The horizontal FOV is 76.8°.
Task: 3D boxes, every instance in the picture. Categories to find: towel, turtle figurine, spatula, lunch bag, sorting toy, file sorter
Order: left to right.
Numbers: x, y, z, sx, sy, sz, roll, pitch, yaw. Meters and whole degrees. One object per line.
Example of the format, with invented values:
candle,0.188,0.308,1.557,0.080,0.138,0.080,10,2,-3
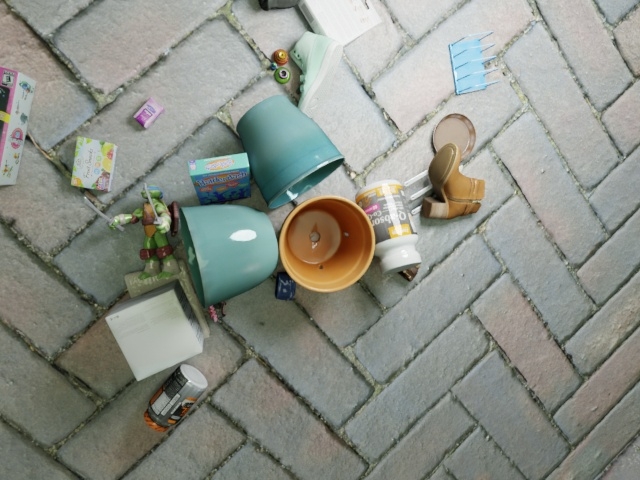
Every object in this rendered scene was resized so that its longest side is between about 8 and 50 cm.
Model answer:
turtle figurine,-0.505,-0.018,1.128,0.198,0.275,0.266,-10,98,-3
towel,-0.478,0.212,1.278,0.187,0.049,0.282,-17,100,-12
sorting toy,-0.123,-0.544,1.255,0.061,0.042,0.102,-10,100,-12
lunch bag,-0.114,0.156,1.343,0.065,0.067,0.098,5,98,-13
spatula,0.405,-0.205,1.423,0.242,0.019,0.168,-29,124,-6
file sorter,0.526,-0.602,1.367,0.118,0.104,0.170,-15,101,-11

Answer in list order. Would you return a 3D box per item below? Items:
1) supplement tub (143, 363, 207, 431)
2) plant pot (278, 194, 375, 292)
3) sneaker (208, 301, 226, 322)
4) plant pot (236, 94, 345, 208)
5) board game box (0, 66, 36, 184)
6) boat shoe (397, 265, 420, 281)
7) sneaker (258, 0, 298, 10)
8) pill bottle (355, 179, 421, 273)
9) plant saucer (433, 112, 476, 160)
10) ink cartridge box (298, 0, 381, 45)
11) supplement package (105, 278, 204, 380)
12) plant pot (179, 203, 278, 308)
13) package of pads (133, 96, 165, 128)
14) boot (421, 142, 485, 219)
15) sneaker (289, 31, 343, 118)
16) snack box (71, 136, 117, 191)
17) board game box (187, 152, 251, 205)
supplement tub,-0.462,0.501,1.286,0.117,0.117,0.190,40,88,-15
plant pot,0.000,0.000,1.278,0.291,0.203,0.291,-2,98,-14
sneaker,-0.338,0.203,1.316,0.057,0.047,0.119,-16,104,-30
plant pot,-0.106,-0.273,1.196,0.271,0.271,0.255,-32,90,-7
board game box,-0.927,-0.321,1.072,0.224,0.097,0.303,13,96,-14
boat shoe,0.257,0.076,1.416,0.207,0.073,0.073,31,88,-15
sneaker,-0.127,-0.832,1.194,0.130,0.109,0.286,-9,107,-22
pill bottle,0.221,-0.042,1.301,0.162,0.162,0.278,-12,76,-11
plant saucer,0.469,-0.362,1.427,0.168,0.029,0.168,-2,98,-14
ink cartridge box,0.065,-0.719,1.282,0.224,0.056,0.181,-41,105,-24
supplement package,-0.472,0.254,1.181,0.194,0.149,0.203,-23,101,-10
plant pot,-0.262,0.027,1.190,0.235,0.293,0.293,-13,101,-23
package of pads,-0.507,-0.376,1.194,0.050,0.032,0.083,42,87,-12
boot,0.482,-0.196,1.381,0.220,0.109,0.283,-5,120,-19
sneaker,-0.043,-0.516,1.270,0.151,0.094,0.256,36,114,22
snack box,-0.659,-0.221,1.178,0.100,0.037,0.141,9,96,-13
board game box,-0.288,-0.174,1.184,0.160,0.210,0.047,-11,74,-11
